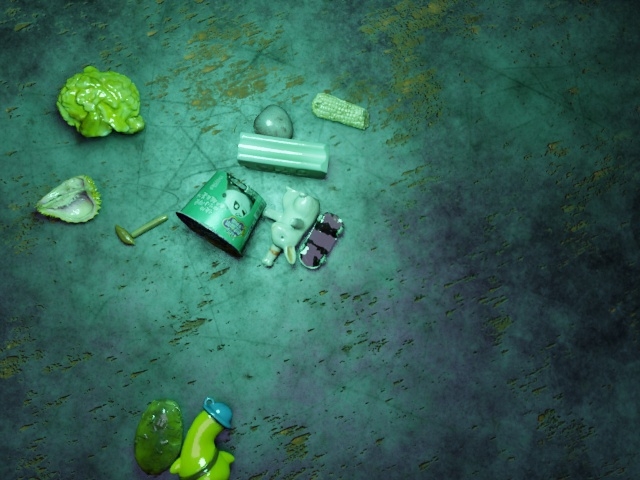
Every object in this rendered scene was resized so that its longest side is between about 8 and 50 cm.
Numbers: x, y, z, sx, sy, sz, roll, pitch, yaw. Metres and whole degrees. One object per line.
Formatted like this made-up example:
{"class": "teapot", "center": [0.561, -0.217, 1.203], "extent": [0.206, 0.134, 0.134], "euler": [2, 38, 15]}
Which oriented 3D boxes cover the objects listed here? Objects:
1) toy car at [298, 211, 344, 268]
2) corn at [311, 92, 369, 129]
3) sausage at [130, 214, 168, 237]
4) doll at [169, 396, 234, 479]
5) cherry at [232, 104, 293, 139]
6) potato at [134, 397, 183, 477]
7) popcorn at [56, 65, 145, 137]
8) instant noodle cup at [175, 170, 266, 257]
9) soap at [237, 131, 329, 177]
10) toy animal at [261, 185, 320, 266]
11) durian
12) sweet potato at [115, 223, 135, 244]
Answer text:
{"class": "toy car", "center": [0.000, 0.000, 1.766], "extent": [0.095, 0.056, 0.204], "euler": [31, 88, -3]}
{"class": "corn", "center": [0.072, -0.441, 1.784], "extent": [0.211, 0.087, 0.087], "euler": [16, 85, -3]}
{"class": "sausage", "center": [-0.565, -0.049, 1.732], "extent": [0.132, 0.024, 0.024], "euler": [-31, 90, -5]}
{"class": "doll", "center": [-0.368, 0.681, 1.651], "extent": [0.200, 0.145, 0.362], "euler": [7, 83, -22]}
{"class": "cherry", "center": [-0.170, -0.362, 1.729], "extent": [0.188, 0.115, 0.148], "euler": [-56, 129, -36]}
{"class": "potato", "center": [-0.511, 0.625, 1.655], "extent": [0.150, 0.113, 0.251], "euler": [15, 85, -3]}
{"class": "popcorn", "center": [-0.685, -0.424, 1.660], "extent": [0.251, 0.206, 0.237], "euler": [47, 67, -18]}
{"class": "instant noodle cup", "center": [-0.301, -0.090, 1.661], "extent": [0.251, 0.251, 0.190], "euler": [34, 76, -3]}
{"class": "soap", "center": [-0.120, -0.273, 1.711], "extent": [0.290, 0.173, 0.095], "euler": [7, 87, -5]}
{"class": "toy animal", "center": [-0.110, -0.043, 1.715], "extent": [0.138, 0.141, 0.282], "euler": [43, 76, -42]}
{"class": "durian", "center": [-0.792, -0.136, 1.665], "extent": [0.165, 0.132, 0.182], "euler": [40, 95, 9]}
{"class": "sweet potato", "center": [-0.646, -0.017, 1.719], "extent": [0.095, 0.034, 0.034], "euler": [44, 84, 8]}
